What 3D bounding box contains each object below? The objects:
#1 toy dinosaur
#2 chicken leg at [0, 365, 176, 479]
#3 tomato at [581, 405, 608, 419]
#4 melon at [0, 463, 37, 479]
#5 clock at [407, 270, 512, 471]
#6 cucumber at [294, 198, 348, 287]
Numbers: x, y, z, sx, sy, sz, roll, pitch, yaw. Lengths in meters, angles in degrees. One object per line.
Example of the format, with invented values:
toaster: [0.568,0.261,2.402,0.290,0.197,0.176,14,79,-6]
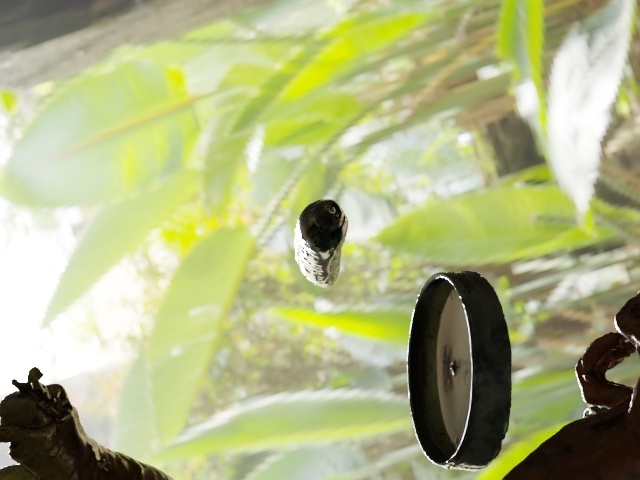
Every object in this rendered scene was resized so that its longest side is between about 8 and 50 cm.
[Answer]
toy dinosaur: [0.232,0.128,1.095,0.208,0.432,0.097,-105,-5,-48]
chicken leg: [-0.252,0.295,1.769,0.429,0.152,0.201,59,-176,-42]
tomato: [0.382,0.243,1.840,0.101,0.228,0.228,62,-172,-21]
melon: [-0.388,0.310,1.833,0.079,0.160,0.128,45,-123,-25]
clock: [0.151,0.145,1.715,0.226,0.049,0.226,180,90,-75]
cucumber: [0.000,0.000,1.647,0.250,0.056,0.056,98,157,-70]
